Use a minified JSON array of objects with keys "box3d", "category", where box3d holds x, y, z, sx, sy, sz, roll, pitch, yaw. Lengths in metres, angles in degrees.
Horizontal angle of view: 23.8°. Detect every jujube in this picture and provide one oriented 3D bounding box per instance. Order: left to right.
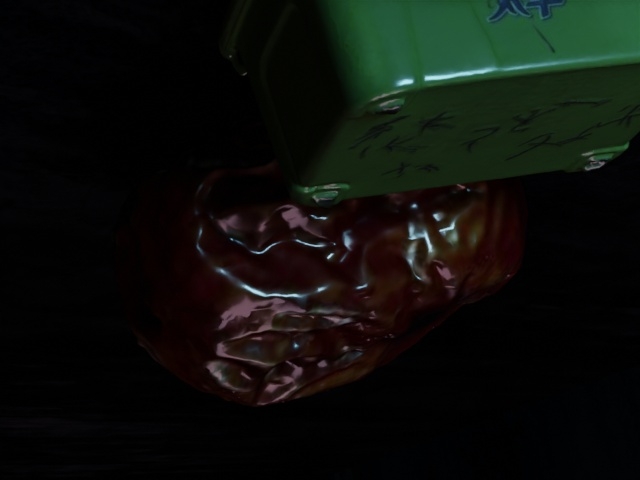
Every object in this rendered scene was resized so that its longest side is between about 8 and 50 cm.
[{"box3d":[-0.002,0.001,1.359,0.376,0.276,0.276,-8,162,-27],"category":"jujube"}]

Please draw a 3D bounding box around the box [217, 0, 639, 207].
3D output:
[{"box3d":[0.108,-0.145,1.111,0.328,0.178,0.253,-7,163,-17],"category":"box"}]
